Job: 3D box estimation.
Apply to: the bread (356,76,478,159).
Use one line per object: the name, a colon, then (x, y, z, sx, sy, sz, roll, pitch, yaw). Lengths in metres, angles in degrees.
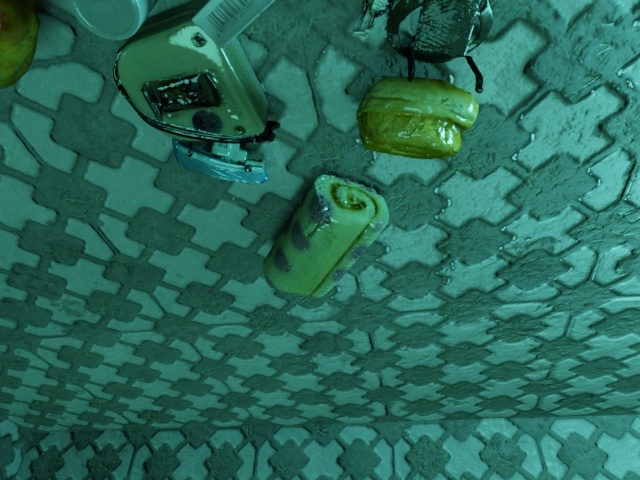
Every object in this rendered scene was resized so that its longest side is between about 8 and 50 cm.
bread: (0.165, -0.219, 0.836, 0.199, 0.120, 0.236, 10, -177, -4)

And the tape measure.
tape measure: (-0.237, -0.270, 0.860, 0.232, 0.132, 0.271, -13, 139, 17)

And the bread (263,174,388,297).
bread: (0.000, 0.000, 1.140, 0.187, 0.155, 0.338, 13, 137, -23)

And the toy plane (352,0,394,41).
toy plane: (0.094, -0.390, 0.775, 0.049, 0.031, 0.120, 15, 136, -6)

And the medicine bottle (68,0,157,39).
medicine bottle: (-0.296, -0.387, 0.694, 0.105, 0.168, 0.105, 2, 139, 2)

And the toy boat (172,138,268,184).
toy boat: (-0.213, -0.190, 1.001, 0.215, 0.088, 0.102, 10, 105, -8)

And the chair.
chair: (0.197, -0.334, 0.736, 0.175, 0.213, 0.148, 6, 117, -3)

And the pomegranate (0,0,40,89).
pomegranate: (-0.572, -0.355, 0.682, 0.271, 0.251, 0.229, 3, 161, -31)

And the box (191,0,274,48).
box: (-0.079, -0.406, 0.675, 0.233, 0.149, 0.067, -28, 133, 31)
